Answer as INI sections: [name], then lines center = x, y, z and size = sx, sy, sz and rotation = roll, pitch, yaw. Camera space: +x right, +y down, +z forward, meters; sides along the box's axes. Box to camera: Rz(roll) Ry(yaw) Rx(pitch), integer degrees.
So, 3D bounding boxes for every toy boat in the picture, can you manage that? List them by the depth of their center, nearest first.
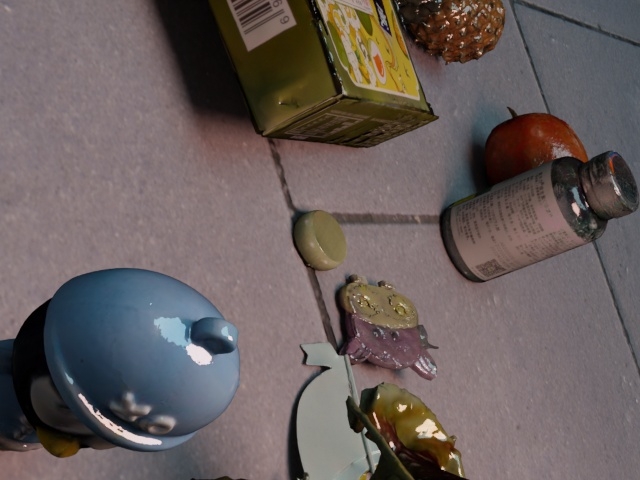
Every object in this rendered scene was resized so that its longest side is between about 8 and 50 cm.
[toy boat]
center = 0.036, 0.242, 1.449
size = 0.220, 0.067, 0.291
rotation = 8, 54, -29

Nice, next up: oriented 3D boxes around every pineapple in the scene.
[pineapple]
center = 0.160, -0.421, 1.976
size = 0.364, 0.165, 0.166
rotation = 27, 49, -43

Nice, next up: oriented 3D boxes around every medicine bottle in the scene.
[medicine bottle]
center = 0.345, -0.042, 1.876
size = 0.141, 0.293, 0.141
rotation = 32, 47, -41

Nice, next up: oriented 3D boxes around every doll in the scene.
[doll]
center = -0.187, 0.113, 1.004
size = 0.177, 0.314, 0.141
rotation = 37, 46, -36

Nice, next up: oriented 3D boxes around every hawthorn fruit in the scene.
[hawthorn fruit]
center = 0.367, -0.149, 2.083
size = 0.179, 0.179, 0.200
rotation = 14, 56, -51

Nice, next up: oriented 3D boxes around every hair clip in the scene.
[hair clip]
center = 0.092, 0.120, 1.639
size = 0.187, 0.056, 0.146
rotation = 24, 45, -43

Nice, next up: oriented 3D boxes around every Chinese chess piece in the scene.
[Chinese chess piece]
center = 0.000, 0.000, 1.600
size = 0.084, 0.034, 0.084
rotation = 36, 41, -39

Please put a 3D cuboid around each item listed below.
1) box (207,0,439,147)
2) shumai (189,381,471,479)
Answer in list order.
[box]
center = -0.015, -0.321, 1.608
size = 0.373, 0.138, 0.420
rotation = 69, 19, 6
[shumai]
center = 0.040, 0.332, 1.091
size = 0.395, 0.348, 0.395
rotation = 40, 23, -20
